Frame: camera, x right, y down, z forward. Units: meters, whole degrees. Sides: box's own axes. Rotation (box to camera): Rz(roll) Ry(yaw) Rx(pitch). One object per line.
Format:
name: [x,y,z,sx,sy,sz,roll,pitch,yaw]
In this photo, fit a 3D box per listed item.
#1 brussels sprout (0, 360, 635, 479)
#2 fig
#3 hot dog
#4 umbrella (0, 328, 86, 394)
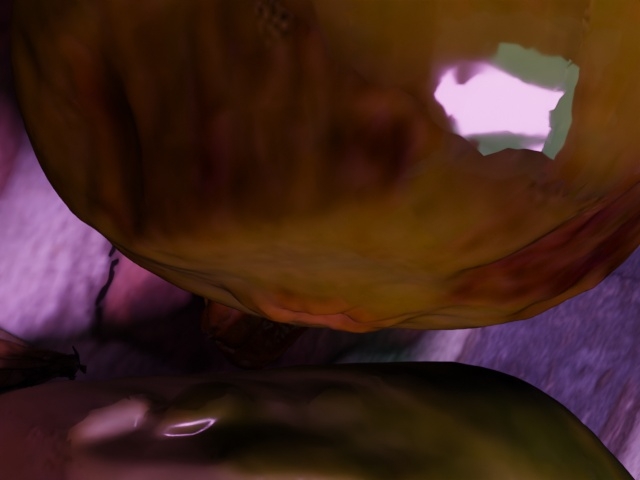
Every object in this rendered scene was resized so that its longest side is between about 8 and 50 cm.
brussels sprout: [0.001,0.185,0.713,0.371,0.314,0.276,30,69,-51]
fig: [0.020,-0.102,0.564,0.239,0.239,0.271,41,53,-56]
hot dog: [-0.001,-0.001,0.767,0.144,0.038,0.062,-46,141,-20]
umbrella: [-0.124,0.050,0.671,0.083,0.020,0.031,10,87,-54]
